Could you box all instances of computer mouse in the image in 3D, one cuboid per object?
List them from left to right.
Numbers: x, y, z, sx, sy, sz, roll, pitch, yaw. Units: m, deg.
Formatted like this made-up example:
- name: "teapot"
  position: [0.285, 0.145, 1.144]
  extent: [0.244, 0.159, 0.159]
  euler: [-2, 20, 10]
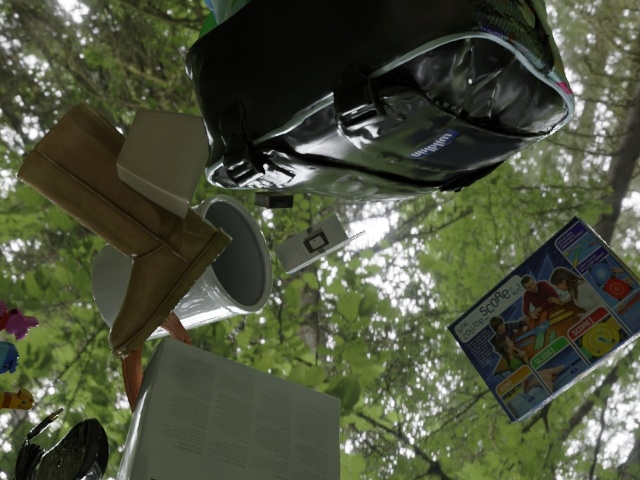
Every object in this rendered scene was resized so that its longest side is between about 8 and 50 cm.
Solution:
- name: "computer mouse"
  position: [-0.380, 0.322, 0.946]
  extent: [0.262, 0.060, 0.184]
  euler: [-43, -143, 23]

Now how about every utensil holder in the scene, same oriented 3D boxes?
- name: "utensil holder"
  position: [-0.379, 0.088, 1.735]
  extent: [0.386, 0.327, 0.327]
  euler: [-19, -141, 22]

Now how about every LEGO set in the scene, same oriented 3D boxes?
- name: "LEGO set"
  position: [-0.506, 0.223, 1.017]
  extent: [0.093, 0.227, 0.087]
  euler: [18, -168, -38]

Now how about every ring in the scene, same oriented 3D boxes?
- name: "ring"
  position: [-0.315, 0.283, 1.273]
  extent: [0.032, 0.336, 0.336]
  euler: [-18, -137, 9]

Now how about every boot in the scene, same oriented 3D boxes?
- name: "boot"
  position: [-0.290, -0.009, 0.853]
  extent: [0.269, 0.089, 0.236]
  euler: [41, -103, -10]

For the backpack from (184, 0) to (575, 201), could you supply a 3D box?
- name: "backpack"
  position: [0.053, -0.123, 0.462]
  extent: [0.225, 0.254, 0.191]
  euler: [-23, -111, 39]

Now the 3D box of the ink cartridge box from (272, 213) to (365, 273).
- name: "ink cartridge box"
  position: [0.000, 0.000, 1.288]
  extent: [0.180, 0.104, 0.060]
  euler: [-29, -95, 1]

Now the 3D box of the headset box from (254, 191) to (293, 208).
- name: "headset box"
  position: [-0.104, -0.091, 1.431]
  extent: [0.062, 0.032, 0.083]
  euler: [-4, -166, -31]

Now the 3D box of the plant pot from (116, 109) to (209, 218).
- name: "plant pot"
  position: [-0.192, -0.102, 0.782]
  extent: [0.096, 0.109, 0.109]
  euler: [20, -103, -10]

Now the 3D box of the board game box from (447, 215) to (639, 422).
- name: "board game box"
  position: [0.256, 0.090, 0.707]
  extent: [0.035, 0.201, 0.136]
  euler: [12, -141, -49]

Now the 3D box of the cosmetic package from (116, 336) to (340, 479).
- name: "cosmetic package"
  position: [-0.143, 0.364, 1.106]
  extent: [0.377, 0.097, 0.284]
  euler: [25, -143, -20]

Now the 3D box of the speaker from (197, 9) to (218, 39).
- name: "speaker"
  position: [0.009, -0.175, 0.732]
  extent: [0.297, 0.131, 0.131]
  euler: [12, -150, -39]

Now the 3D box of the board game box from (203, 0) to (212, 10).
- name: "board game box"
  position: [-0.011, -0.334, 0.717]
  extent: [0.336, 0.254, 0.079]
  euler: [7, -116, 33]

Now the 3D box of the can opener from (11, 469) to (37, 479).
- name: "can opener"
  position: [-0.485, 0.485, 1.125]
  extent: [0.073, 0.186, 0.059]
  euler: [-34, -165, -32]
